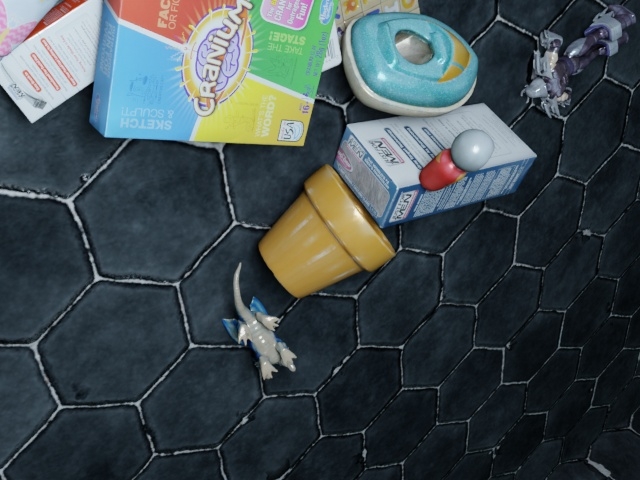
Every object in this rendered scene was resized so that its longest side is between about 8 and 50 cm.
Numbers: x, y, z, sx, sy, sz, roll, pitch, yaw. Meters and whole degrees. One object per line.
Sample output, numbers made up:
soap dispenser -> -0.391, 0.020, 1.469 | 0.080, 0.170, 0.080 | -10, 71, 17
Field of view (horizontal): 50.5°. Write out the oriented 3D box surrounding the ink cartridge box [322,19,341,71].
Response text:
ink cartridge box -> -0.120, -0.335, 0.992 | 0.296, 0.066, 0.261 | -28, 130, -22

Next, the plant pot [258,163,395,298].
plant pot -> 0.000, 0.000, 1.217 | 0.188, 0.205, 0.205 | -37, 135, 7

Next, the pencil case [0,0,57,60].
pencil case -> -0.341, -0.331, 0.770 | 0.273, 0.113, 0.124 | -45, 137, 4

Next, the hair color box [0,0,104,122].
hair color box -> -0.342, -0.243, 0.887 | 0.167, 0.053, 0.093 | -39, 135, -13

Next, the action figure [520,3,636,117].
action figure -> 0.537, -0.384, 1.454 | 0.285, 0.099, 0.185 | -36, 140, -9

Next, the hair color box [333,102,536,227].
hair color box -> 0.218, -0.150, 1.281 | 0.347, 0.174, 0.105 | -14, 143, -31

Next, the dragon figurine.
dragon figurine -> -0.126, 0.167, 1.285 | 0.085, 0.144, 0.289 | -35, 113, -13

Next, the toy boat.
toy boat -> 0.184, -0.244, 1.118 | 0.267, 0.318, 0.148 | -9, 165, -31

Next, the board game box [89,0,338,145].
board game box -> -0.140, -0.257, 0.934 | 0.316, 0.064, 0.242 | -4, 119, -37

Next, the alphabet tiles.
alphabet tiles -> 0.086, -0.397, 1.153 | 0.198, 0.009, 0.237 | -32, 131, -18
